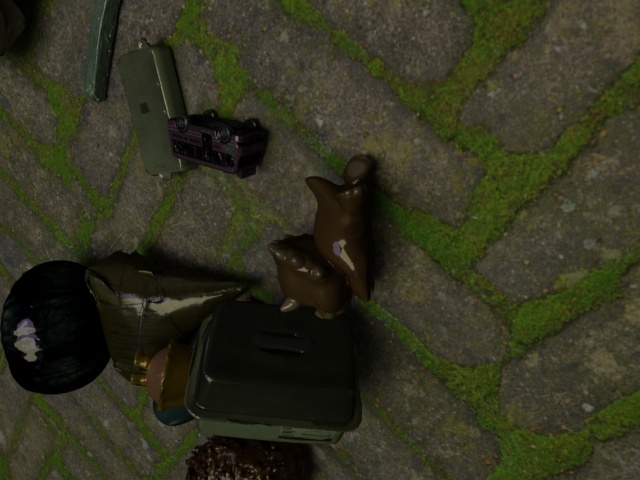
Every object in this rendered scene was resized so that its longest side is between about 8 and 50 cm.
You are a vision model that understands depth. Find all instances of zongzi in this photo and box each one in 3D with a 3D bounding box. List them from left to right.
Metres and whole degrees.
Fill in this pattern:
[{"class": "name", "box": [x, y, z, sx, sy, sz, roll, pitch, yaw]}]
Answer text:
[{"class": "zongzi", "box": [-0.298, 0.191, 1.131, 0.360, 0.160, 0.323, 4, 122, 14]}]

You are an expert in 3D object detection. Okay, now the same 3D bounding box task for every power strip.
[{"class": "power strip", "box": [-0.325, -0.255, 1.034, 0.118, 0.046, 0.270, -1, 107, 34]}]

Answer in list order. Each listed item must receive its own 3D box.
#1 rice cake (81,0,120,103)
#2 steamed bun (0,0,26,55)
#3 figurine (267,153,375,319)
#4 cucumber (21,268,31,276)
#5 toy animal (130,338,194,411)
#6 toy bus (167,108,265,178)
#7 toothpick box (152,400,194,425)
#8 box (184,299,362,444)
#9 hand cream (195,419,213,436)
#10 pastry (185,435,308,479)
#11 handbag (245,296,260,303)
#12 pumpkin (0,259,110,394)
[{"class": "rice cake", "box": [-0.446, -0.400, 1.059, 0.045, 0.042, 0.245, 35, 122, 19]}, {"class": "steamed bun", "box": [-0.768, -0.516, 1.114, 0.310, 0.219, 0.324, -40, 59, 20]}, {"class": "figurine", "box": [-0.001, 0.005, 0.854, 0.173, 0.177, 0.247, 1, 120, 11]}, {"class": "cucumber", "box": [-0.763, 0.166, 1.435, 0.058, 0.058, 0.187, -12, 100, 33]}, {"class": "toy animal", "box": [-0.257, 0.273, 1.034, 0.230, 0.156, 0.156, 9, 114, -3]}, {"class": "toy bus", "box": [-0.190, -0.180, 0.958, 0.178, 0.087, 0.098, 18, 117, 28]}, {"class": "toothpick box", "box": [-0.303, 0.351, 1.188, 0.184, 0.120, 0.120, -41, 84, 36]}, {"class": "box", "box": [-0.076, 0.224, 0.899, 0.291, 0.220, 0.166, 7, 131, -7]}, {"class": "hand cream", "box": [-0.246, 0.460, 1.244, 0.143, 0.039, 0.061, 47, 123, 3]}, {"class": "pastry", "box": [-0.158, 0.494, 1.118, 0.275, 0.193, 0.275, -5, 133, -6]}, {"class": "handbag", "box": [-0.129, 0.224, 1.078, 0.127, 0.063, 0.190, 25, 122, 22]}, {"class": "pumpkin", "box": [-0.588, 0.194, 1.215, 0.315, 0.238, 0.315, 171, 90, -74]}]
